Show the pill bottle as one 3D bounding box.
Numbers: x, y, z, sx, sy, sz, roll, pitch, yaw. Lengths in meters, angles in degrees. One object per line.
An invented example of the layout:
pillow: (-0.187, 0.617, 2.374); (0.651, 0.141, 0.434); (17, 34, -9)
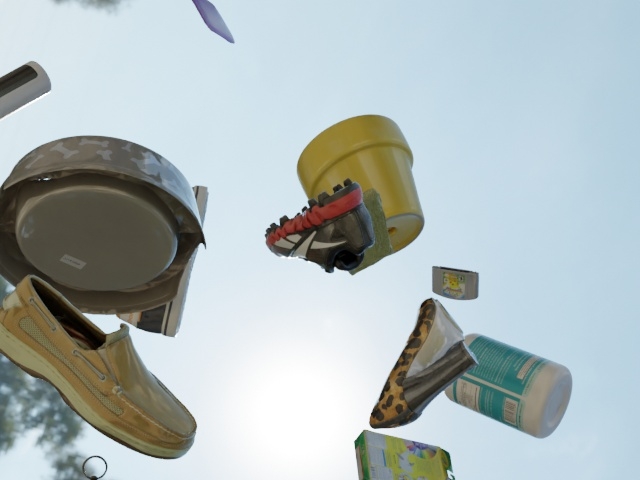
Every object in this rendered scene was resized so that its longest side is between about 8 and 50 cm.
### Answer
pill bottle: (0.336, 0.267, 1.837); (0.264, 0.146, 0.146); (20, -96, 35)

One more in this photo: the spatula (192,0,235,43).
spatula: (-0.181, -0.417, 1.419); (0.030, 0.084, 0.297); (-22, -111, 23)

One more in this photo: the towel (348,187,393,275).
towel: (0.078, -0.015, 1.802); (0.110, 0.148, 0.027); (-26, -153, -21)

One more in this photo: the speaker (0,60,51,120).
speaker: (-0.458, -0.205, 1.377); (0.136, 0.055, 0.055); (-40, -164, -35)

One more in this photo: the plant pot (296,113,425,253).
plant pot: (0.105, -0.102, 2.056); (0.254, 0.254, 0.239); (-44, -125, 29)

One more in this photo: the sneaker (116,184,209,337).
sneaker: (-0.292, 0.021, 1.783); (0.126, 0.127, 0.321); (105, -4, -55)

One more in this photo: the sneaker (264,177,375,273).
sneaker: (0.000, 0.000, 1.586); (0.097, 0.135, 0.276); (-31, -178, -33)

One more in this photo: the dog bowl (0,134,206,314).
dog bowl: (-0.353, -0.024, 1.525); (0.348, 0.348, 0.102); (-40, -144, 34)

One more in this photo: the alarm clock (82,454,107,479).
alarm clock: (-0.355, 0.430, 1.490); (0.064, 0.129, 0.192); (104, -15, -62)

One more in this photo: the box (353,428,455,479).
box: (0.147, 0.387, 1.614); (0.105, 0.179, 0.043); (-96, -151, -46)

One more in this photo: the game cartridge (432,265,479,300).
game cartridge: (0.232, 0.075, 1.646); (0.083, 0.056, 0.017); (8, -151, 25)

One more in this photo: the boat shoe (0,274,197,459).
boat shoe: (-0.170, 0.098, 0.756); (0.072, 0.190, 0.068); (-53, -174, 16)

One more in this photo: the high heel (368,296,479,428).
high heel: (0.135, 0.184, 1.484); (0.186, 0.093, 0.261); (-39, -165, 8)
